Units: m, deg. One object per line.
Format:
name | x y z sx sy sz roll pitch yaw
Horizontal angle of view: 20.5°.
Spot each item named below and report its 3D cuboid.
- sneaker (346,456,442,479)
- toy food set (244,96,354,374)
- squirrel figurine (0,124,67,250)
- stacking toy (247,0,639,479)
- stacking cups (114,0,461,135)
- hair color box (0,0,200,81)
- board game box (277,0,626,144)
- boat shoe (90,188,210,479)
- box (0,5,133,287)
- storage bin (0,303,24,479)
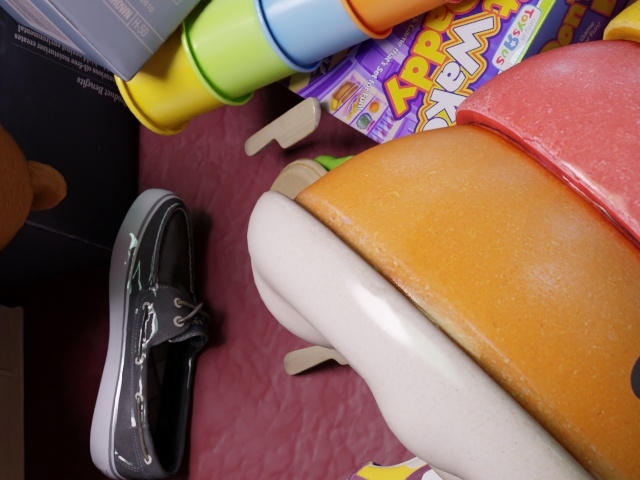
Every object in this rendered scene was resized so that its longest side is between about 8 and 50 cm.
sneaker | 0.029 0.202 1.228 0.185 0.069 0.084 -28 48 24
toy food set | 0.000 0.000 1.306 0.132 0.039 0.192 -23 75 59
squirrel figurine | -0.349 0.052 1.273 0.370 0.281 0.397 -18 99 22
stacking toy | 0.225 -0.043 1.039 0.480 0.350 0.350 -46 53 -2
stacking cups | 0.006 -0.161 1.245 0.316 0.096 0.096 -17 67 28
hair color box | -0.093 -0.309 1.292 0.374 0.113 0.185 -50 40 -7
board game box | 0.118 -0.227 1.279 0.233 0.078 0.347 33 97 38
boat shoe | -0.121 0.075 1.368 0.076 0.080 0.228 6 81 32
box | -0.320 -0.113 1.504 0.296 0.183 0.294 -11 69 33
storage bin | -0.386 0.188 1.500 0.262 0.123 0.260 -16 67 32
